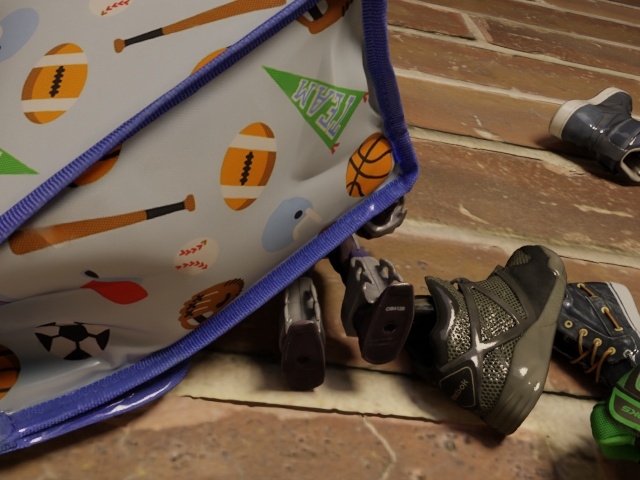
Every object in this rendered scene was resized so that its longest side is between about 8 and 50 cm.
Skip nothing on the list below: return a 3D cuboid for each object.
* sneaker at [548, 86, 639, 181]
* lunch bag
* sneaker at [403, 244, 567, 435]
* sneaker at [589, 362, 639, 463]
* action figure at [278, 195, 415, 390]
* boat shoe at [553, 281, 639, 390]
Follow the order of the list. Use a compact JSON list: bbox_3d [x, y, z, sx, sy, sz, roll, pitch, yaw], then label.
[{"bbox_3d":[0.484,-0.168,0.991,0.226,0.086,0.163,-22,48,-39],"label":"sneaker"},{"bbox_3d":[-0.176,-0.066,0.475,0.385,0.239,0.328,-38,50,-12],"label":"lunch bag"},{"bbox_3d":[0.145,0.055,0.571,0.130,0.087,0.227,29,43,9],"label":"sneaker"},{"bbox_3d":[0.308,0.225,0.394,0.146,0.134,0.344,-32,54,6],"label":"sneaker"},{"bbox_3d":[0.000,0.000,0.587,0.185,0.099,0.285,-9,35,-6],"label":"action figure"},{"bbox_3d":[0.256,0.104,0.574,0.083,0.065,0.183,4,33,-1],"label":"boat shoe"}]
